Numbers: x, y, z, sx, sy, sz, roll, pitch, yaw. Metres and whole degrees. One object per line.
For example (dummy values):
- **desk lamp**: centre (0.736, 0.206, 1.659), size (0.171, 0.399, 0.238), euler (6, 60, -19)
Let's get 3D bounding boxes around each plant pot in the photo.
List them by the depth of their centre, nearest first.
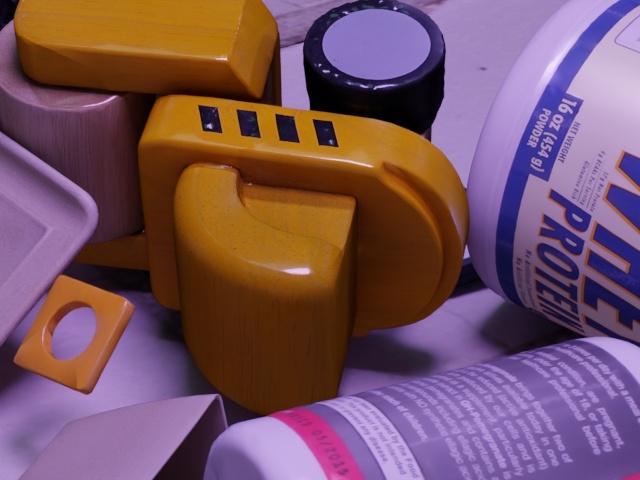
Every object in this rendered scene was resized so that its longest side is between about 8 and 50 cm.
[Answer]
- **plant pot**: centre (-0.112, 0.157, 1.124), size (0.096, 0.109, 0.109), euler (3, 30, 24)

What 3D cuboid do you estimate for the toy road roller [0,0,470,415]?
- **toy road roller**: centre (-0.068, -0.023, 1.282), size (0.329, 0.202, 0.240), euler (7, 46, 8)

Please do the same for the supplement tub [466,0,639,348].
- **supplement tub**: centre (0.284, -0.012, 1.285), size (0.325, 0.235, 0.235), euler (26, 39, 28)

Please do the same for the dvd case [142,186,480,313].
- **dvd case**: centre (0.000, 0.000, 1.437), size (0.253, 0.022, 0.180), euler (-18, 38, -25)

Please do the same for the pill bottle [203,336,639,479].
- **pill bottle**: centre (0.110, 0.151, 1.076), size (0.318, 0.176, 0.176), euler (-12, 36, -22)

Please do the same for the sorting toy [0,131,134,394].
- **sorting toy**: centre (-0.246, 0.023, 1.293), size (0.348, 0.047, 0.196), euler (33, 84, 38)

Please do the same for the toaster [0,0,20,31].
- **toaster**: centre (-0.317, -0.141, 1.492), size (0.168, 0.185, 0.110), euler (-22, 44, -32)
